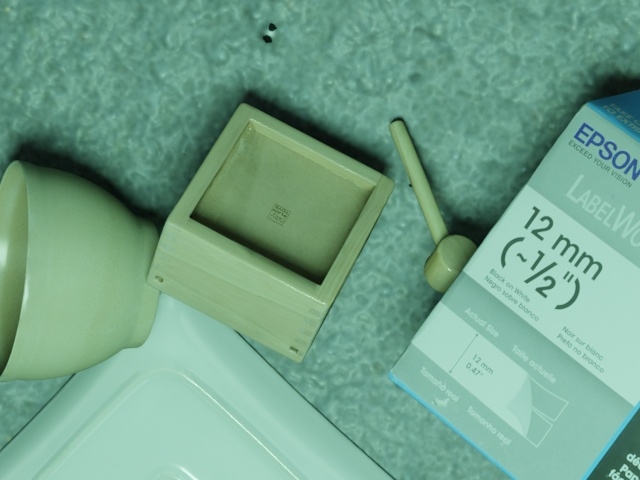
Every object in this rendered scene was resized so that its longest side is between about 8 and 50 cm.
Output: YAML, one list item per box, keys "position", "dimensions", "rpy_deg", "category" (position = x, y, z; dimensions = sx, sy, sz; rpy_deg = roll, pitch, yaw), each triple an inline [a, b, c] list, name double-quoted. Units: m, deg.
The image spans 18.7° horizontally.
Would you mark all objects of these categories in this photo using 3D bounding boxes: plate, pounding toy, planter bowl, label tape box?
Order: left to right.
- position: [-0.179, 0.026, 1.423]
  dimensions: [0.109, 0.162, 0.162]
  rpy_deg: [5, 104, -20]
  category: "planter bowl"
- position: [-0.110, 0.216, 1.499]
  dimensions: [0.278, 0.045, 0.277]
  rpy_deg: [43, 104, -3]
  category: "plate"
- position: [0.009, -0.004, 1.404]
  dimensions: [0.206, 0.181, 0.094]
  rpy_deg: [28, 143, 2]
  category: "pounding toy"
- position: [0.248, 0.031, 1.305]
  dimensions: [0.249, 0.115, 0.348]
  rpy_deg: [39, 100, 27]
  category: "label tape box"
